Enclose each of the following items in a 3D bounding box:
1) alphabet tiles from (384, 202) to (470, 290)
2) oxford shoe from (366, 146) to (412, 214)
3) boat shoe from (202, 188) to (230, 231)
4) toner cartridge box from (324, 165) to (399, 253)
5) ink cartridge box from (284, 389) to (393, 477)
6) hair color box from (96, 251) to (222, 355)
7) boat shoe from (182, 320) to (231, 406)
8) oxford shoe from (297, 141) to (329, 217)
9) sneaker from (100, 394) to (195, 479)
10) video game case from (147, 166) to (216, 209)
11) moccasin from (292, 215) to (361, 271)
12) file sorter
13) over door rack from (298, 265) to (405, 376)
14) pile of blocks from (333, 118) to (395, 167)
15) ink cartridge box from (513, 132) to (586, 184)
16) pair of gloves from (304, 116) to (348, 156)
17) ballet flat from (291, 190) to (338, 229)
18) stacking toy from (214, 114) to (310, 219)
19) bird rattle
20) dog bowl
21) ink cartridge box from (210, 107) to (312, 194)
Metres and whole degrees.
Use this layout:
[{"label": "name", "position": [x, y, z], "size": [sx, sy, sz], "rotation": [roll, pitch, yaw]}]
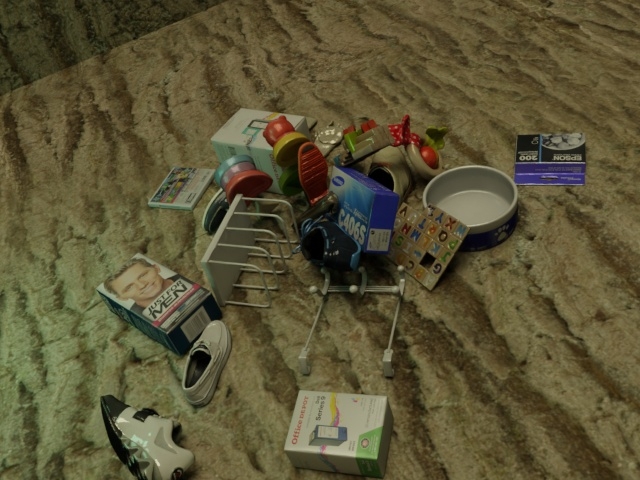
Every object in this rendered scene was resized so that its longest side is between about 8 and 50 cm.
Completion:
[{"label": "alphabet tiles", "position": [0.278, -0.004, 1.783], "size": [0.237, 0.009, 0.198], "rotation": [40, 104, 42]}, {"label": "oxford shoe", "position": [0.208, -0.195, 1.989], "size": [0.140, 0.146, 0.397], "rotation": [-6, 44, 12]}, {"label": "boat shoe", "position": [-0.291, -0.128, 2.100], "size": [0.079, 0.095, 0.254], "rotation": [29, 75, 19]}, {"label": "toner cartridge box", "position": [0.108, -0.094, 1.818], "size": [0.075, 0.165, 0.348], "rotation": [5, 15, -19]}, {"label": "ink cartridge box", "position": [0.043, 0.428, 1.435], "size": [0.212, 0.093, 0.154], "rotation": [-1, 46, 19]}, {"label": "hair color box", "position": [-0.466, 0.174, 1.845], "size": [0.347, 0.105, 0.174], "rotation": [21, 54, 36]}, {"label": "boat shoe", "position": [-0.297, 0.301, 1.678], "size": [0.095, 0.084, 0.258], "rotation": [-7, 43, 11]}, {"label": "oxford shoe", "position": [-0.032, -0.193, 1.970], "size": [0.097, 0.271, 0.098], "rotation": [-27, 43, -16]}, {"label": "sneaker", "position": [-0.415, 0.466, 1.541], "size": [0.146, 0.122, 0.330], "rotation": [-23, 39, -33]}, {"label": "video game case", "position": [-0.491, -0.187, 2.295], "size": [0.183, 0.023, 0.201], "rotation": [5, 48, 22]}, {"label": "moccasin", "position": [0.000, 0.000, 1.779], "size": [0.117, 0.137, 0.342], "rotation": [7, 3, -22]}, {"label": "file sorter", "position": [-0.190, 0.032, 1.850], "size": [0.173, 0.193, 0.277], "rotation": [5, 47, 18]}, {"label": "over door rack", "position": [0.087, 0.188, 1.660], "size": [0.240, 0.108, 0.324], "rotation": [-1, 45, 17]}, {"label": "pile of blocks", "position": [0.098, -0.300, 2.006], "size": [0.149, 0.112, 0.362], "rotation": [-24, 2, -15]}, {"label": "ink cartridge box", "position": [0.701, -0.251, 1.969], "size": [0.206, 0.045, 0.208], "rotation": [1, 47, 18]}, {"label": "pair of gloves", "position": [-0.033, -0.380, 2.337], "size": [0.240, 0.042, 0.204], "rotation": [21, 54, 33]}, {"label": "ballet flat", "position": [-0.013, -0.076, 1.923], "size": [0.084, 0.058, 0.250], "rotation": [-47, 7, -35]}, {"label": "stacking toy", "position": [-0.168, -0.224, 2.000], "size": [0.309, 0.279, 0.130], "rotation": [-36, 65, 1]}, {"label": "bird rattle", "position": [0.318, -0.285, 1.994], "size": [0.143, 0.253, 0.207], "rotation": [-29, 74, 27]}, {"label": "dog bowl", "position": [0.429, -0.095, 1.847], "size": [0.265, 0.104, 0.265], "rotation": [-9, 43, 8]}, {"label": "ink cartridge box", "position": [-0.188, -0.304, 2.192], "size": [0.270, 0.198, 0.197], "rotation": [14, 50, 28]}]
